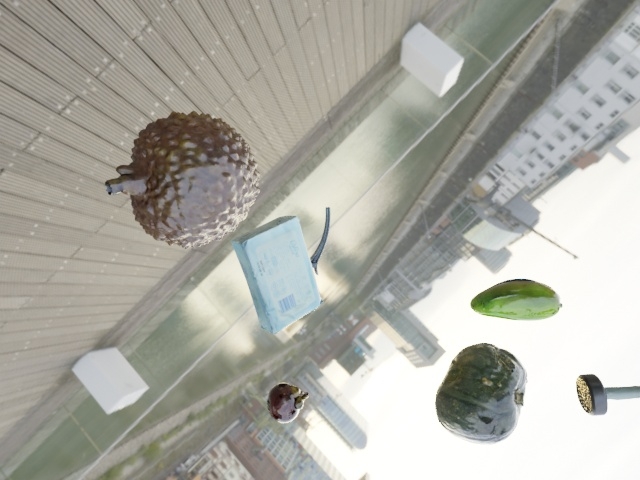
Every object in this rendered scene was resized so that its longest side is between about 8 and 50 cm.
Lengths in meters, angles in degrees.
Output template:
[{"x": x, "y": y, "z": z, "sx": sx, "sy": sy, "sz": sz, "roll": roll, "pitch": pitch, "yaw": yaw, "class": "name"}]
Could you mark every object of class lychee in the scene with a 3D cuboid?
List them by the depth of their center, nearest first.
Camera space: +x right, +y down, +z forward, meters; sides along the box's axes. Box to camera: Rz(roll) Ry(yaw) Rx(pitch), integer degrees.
[{"x": -0.193, "y": -0.089, "z": 0.644, "sx": 0.238, "sy": 0.200, "sz": 0.200, "roll": -12, "pitch": 147, "yaw": -51, "class": "lychee"}]

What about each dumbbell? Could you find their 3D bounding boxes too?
[{"x": 0.738, "y": 0.369, "z": 1.056, "sx": 0.191, "sy": 0.100, "sz": 0.100, "roll": -8, "pitch": 174, "yaw": 9, "class": "dumbbell"}]

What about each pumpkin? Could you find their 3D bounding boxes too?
[{"x": 0.524, "y": 0.488, "z": 1.419, "sx": 0.291, "sy": 0.258, "sz": 0.327, "roll": 47, "pitch": 59, "yaw": -45, "class": "pumpkin"}]

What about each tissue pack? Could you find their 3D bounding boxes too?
[{"x": -0.110, "y": 0.085, "z": 1.143, "sx": 0.177, "sy": 0.263, "sz": 0.089, "roll": -28, "pitch": -159, "yaw": -32, "class": "tissue pack"}]

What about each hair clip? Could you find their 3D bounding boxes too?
[{"x": 0.000, "y": 0.000, "z": 1.750, "sx": 0.048, "sy": 0.083, "sz": 0.275, "roll": -159, "pitch": -90, "yaw": -82, "class": "hair clip"}]

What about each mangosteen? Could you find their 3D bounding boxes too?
[{"x": -0.073, "y": 0.337, "z": 0.908, "sx": 0.081, "sy": 0.081, "sz": 0.081, "roll": -43, "pitch": 170, "yaw": -10, "class": "mangosteen"}]

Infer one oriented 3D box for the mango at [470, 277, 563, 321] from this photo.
[{"x": 0.529, "y": 0.163, "z": 1.191, "sx": 0.233, "sy": 0.111, "sz": 0.125, "roll": -3, "pitch": -174, "yaw": 11, "class": "mango"}]
